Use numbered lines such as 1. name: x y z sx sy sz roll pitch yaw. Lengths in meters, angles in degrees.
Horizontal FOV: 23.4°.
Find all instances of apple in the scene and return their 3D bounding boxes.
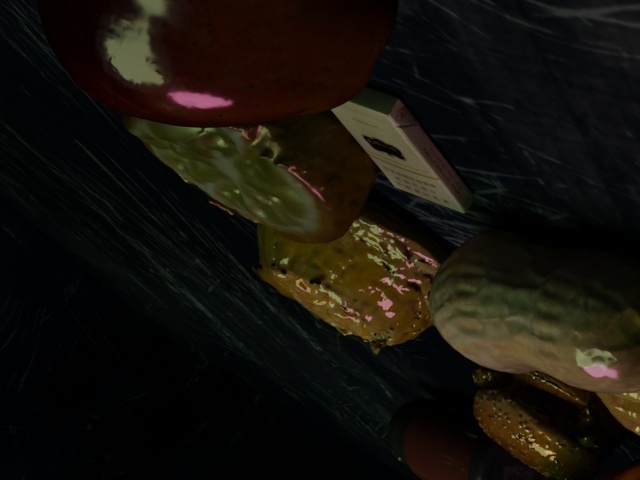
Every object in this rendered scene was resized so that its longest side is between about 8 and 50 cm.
1. apple: -0.070 -0.173 0.972 0.234 0.234 0.234 32 169 7

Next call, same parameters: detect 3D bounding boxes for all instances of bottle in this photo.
1. bottle: 0.214 0.324 2.369 0.144 0.144 0.336 39 168 -24

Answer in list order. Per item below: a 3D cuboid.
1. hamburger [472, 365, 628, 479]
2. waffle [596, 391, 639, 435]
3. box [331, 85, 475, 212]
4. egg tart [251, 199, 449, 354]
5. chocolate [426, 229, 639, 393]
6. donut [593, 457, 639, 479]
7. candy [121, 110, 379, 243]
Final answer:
1. hamburger: 0.262 0.207 1.835 0.191 0.118 0.182 37 166 9
2. waffle: 0.339 0.151 1.528 0.168 0.057 0.274 25 166 39
3. box: 0.068 -0.086 1.388 0.090 0.024 0.167 24 165 40
4. egg tart: 0.029 0.031 1.744 0.315 0.120 0.315 31 168 8
5. chocolate: 0.200 0.059 1.375 0.134 0.134 0.309 39 165 -24
6. donut: 0.350 0.318 1.788 0.118 0.253 0.253 66 -174 30
7. candy: -0.066 -0.096 1.494 0.260 0.118 0.260 30 167 8
